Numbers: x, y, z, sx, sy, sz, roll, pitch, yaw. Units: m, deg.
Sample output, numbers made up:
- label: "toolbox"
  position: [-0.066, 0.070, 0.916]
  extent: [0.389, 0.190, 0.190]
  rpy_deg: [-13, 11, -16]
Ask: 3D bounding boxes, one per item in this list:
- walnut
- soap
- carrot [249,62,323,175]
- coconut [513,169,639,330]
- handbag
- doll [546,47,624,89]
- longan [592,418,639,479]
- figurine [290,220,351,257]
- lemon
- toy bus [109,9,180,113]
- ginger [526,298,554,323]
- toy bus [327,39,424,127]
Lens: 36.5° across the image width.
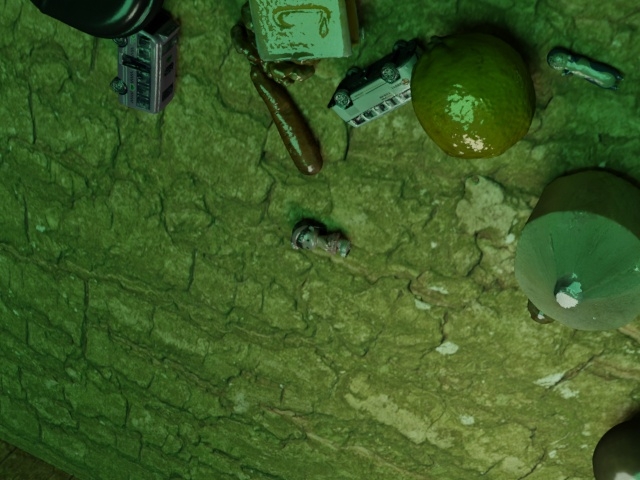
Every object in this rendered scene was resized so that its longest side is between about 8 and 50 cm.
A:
- label: "walnut"
  position: [-0.084, -0.344, 1.726]
  extent: [0.170, 0.069, 0.143]
  rpy_deg: [31, 135, -2]
- label: "soap"
  position: [-0.035, -0.434, 1.566]
  extent: [0.173, 0.089, 0.274]
  rpy_deg: [0, 119, 18]
- label: "carrot"
  position: [-0.065, -0.228, 1.828]
  extent: [0.059, 0.059, 0.248]
  rpy_deg: [-13, 117, 37]
- label: "coconut"
  position: [0.441, 0.023, 1.612]
  extent: [0.239, 0.244, 0.239]
  rpy_deg: [14, 131, 17]
- label: "handbag"
  position: [-0.406, -0.494, 1.705]
  extent: [0.308, 0.093, 0.254]
  rpy_deg: [27, 113, 17]
- label: "doll"
  position: [0.416, -0.269, 1.528]
  extent: [0.125, 0.027, 0.037]
  rpy_deg: [24, 128, 10]
- label: "longan"
  position: [0.643, 0.447, 1.915]
  extent: [0.212, 0.198, 0.198]
  rpy_deg: [-12, 120, 36]
- label: "figurine"
  position: [0.000, 0.000, 1.995]
  extent: [0.129, 0.054, 0.072]
  rpy_deg: [14, 148, 10]
- label: "lemon"
  position: [0.242, -0.231, 1.545]
  extent: [0.192, 0.192, 0.231]
  rpy_deg: [-16, 119, 39]
- label: "toy bus"
  position: [-0.331, -0.345, 1.847]
  extent: [0.108, 0.096, 0.199]
  rpy_deg: [24, 136, 11]
- label: "ginger"
  position: [0.471, 0.105, 1.785]
  extent: [0.204, 0.080, 0.104]
  rpy_deg: [-15, 111, 35]
- label: "toy bus"
  position: [0.108, -0.267, 1.672]
  extent: [0.194, 0.087, 0.089]
  rpy_deg: [-24, 120, 41]
